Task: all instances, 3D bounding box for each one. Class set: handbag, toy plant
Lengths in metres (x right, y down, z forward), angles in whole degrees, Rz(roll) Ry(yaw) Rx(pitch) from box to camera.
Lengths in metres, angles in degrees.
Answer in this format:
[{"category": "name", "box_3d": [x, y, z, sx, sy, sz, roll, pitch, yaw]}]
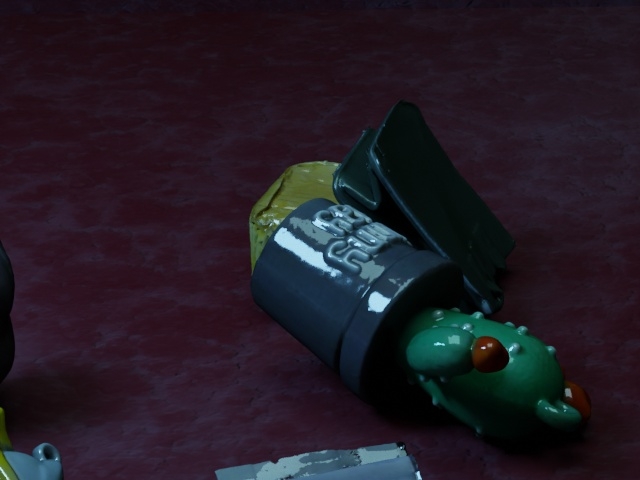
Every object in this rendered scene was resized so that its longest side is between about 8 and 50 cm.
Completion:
[{"category": "handbag", "box_3d": [0.134, -0.028, 2.438, 0.079, 0.260, 0.247, -35, 9, 22]}, {"category": "toy plant", "box_3d": [0.114, 0.107, 2.177, 0.400, 0.279, 0.185, 33, 75, 25]}]

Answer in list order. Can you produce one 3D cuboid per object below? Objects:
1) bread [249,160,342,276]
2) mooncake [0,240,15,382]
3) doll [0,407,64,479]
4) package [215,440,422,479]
[{"category": "bread", "box_3d": [0.000, 0.000, 2.505, 0.179, 0.133, 0.250, 1, 24, 6]}, {"category": "mooncake", "box_3d": [-0.476, 0.087, 2.168, 0.306, 0.306, 0.154, -9, 30, -16]}, {"category": "doll", "box_3d": [-0.309, 0.281, 1.871, 0.145, 0.103, 0.316, 30, 34, -1]}, {"category": "package", "box_3d": [0.020, 0.295, 1.922, 0.204, 0.062, 0.251, -7, 37, -12]}]
